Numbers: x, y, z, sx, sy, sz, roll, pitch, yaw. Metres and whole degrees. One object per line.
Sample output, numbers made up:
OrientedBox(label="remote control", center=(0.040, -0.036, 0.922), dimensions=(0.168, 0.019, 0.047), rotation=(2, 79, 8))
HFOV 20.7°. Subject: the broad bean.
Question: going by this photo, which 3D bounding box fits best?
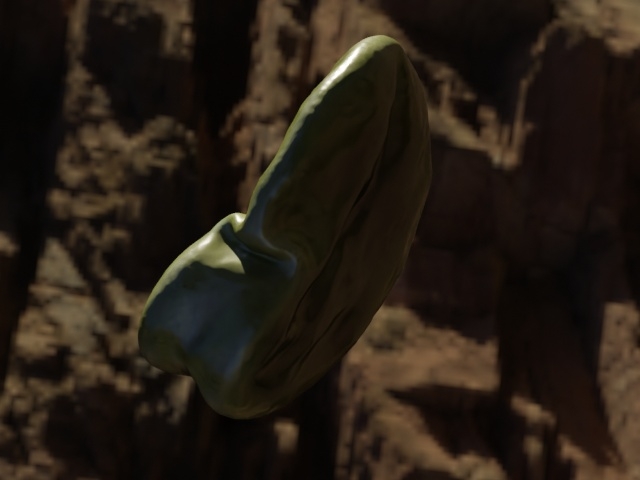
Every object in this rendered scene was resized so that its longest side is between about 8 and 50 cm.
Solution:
OrientedBox(label="broad bean", center=(-0.002, -0.002, 0.897), dimensions=(0.206, 0.072, 0.153), rotation=(-51, -27, -7))
